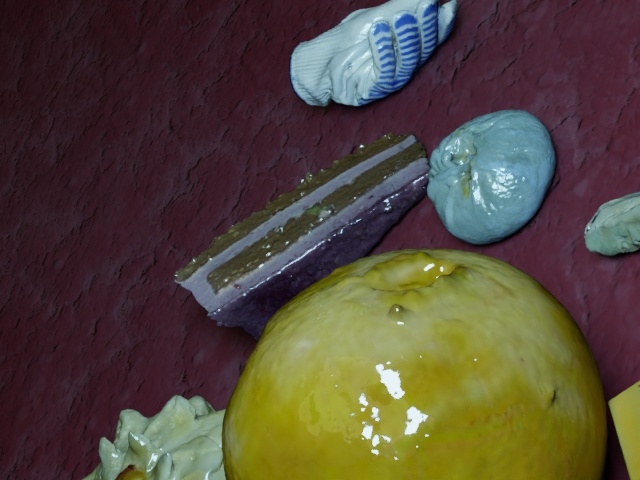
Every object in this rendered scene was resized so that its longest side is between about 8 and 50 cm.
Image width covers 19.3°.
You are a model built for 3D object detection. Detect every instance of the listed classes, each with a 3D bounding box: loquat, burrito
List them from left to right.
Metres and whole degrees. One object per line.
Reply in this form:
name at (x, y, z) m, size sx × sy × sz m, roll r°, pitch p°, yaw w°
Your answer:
loquat at (0.078, 0.162, 1.530) m, size 0.328 × 0.328 × 0.328 m, roll -31°, pitch 41°, yaw 32°
burrito at (0.311, -0.029, 1.633) m, size 0.188 × 0.045 × 0.058 m, roll -22°, pitch 29°, yaw 43°

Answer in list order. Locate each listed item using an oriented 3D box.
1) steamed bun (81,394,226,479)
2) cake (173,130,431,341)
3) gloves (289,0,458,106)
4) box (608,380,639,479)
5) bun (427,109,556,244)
steamed bun at (-0.170, 0.290, 1.894) m, size 0.295 × 0.137 × 0.292 m, roll -43°, pitch 39°, yaw 15°
cake at (0.000, 0.000, 1.982) m, size 0.295 × 0.113 × 0.116 m, roll -38°, pitch 38°, yaw 3°
gloves at (0.063, -0.212, 2.053) m, size 0.229 × 0.097 × 0.119 m, roll -24°, pitch 50°, yaw 45°
box at (0.359, 0.131, 1.416) m, size 0.274 × 0.076 × 0.174 m, roll -38°, pitch 40°, yaw 26°
bun at (0.160, -0.068, 1.822) m, size 0.141 × 0.083 × 0.140 m, roll -28°, pitch 44°, yaw 31°
